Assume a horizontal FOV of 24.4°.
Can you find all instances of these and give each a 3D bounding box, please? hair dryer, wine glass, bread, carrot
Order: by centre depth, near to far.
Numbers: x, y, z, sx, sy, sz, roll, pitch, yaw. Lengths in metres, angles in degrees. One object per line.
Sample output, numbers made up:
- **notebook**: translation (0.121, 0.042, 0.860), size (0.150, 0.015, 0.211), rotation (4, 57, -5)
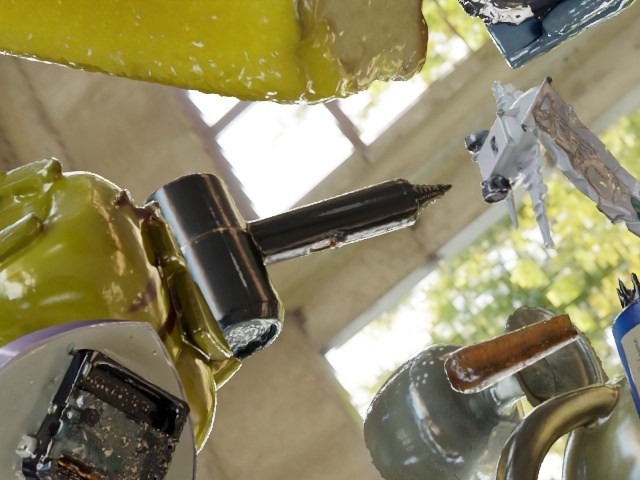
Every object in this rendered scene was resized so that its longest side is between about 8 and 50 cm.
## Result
- **bread**: translation (-0.107, -0.251, 0.860), size (0.333, 0.324, 0.143), rotation (15, -145, 29)
- **hair dryer**: translation (0.000, 0.000, 1.598), size (0.107, 0.352, 0.189), rotation (106, 143, -56)
- **carrot**: translation (0.223, 0.130, 1.732), size (0.055, 0.161, 0.055), rotation (-24, -90, -88)
- **wine glass**: translation (0.227, 0.245, 2.129), size (0.238, 0.323, 0.238), rotation (23, -130, -31)

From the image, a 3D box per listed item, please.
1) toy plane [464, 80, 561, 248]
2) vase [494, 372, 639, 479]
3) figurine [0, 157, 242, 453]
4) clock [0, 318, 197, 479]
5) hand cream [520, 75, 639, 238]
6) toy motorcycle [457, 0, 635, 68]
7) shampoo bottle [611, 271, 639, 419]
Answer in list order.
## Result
- **toy plane**: translation (0.251, -0.119, 1.891), size (0.255, 0.101, 0.251), rotation (97, 161, -62)
- **vase**: translation (0.315, 0.281, 1.513), size (0.329, 0.302, 0.241), rotation (26, 168, -20)
- **figurine**: translation (-0.168, 0.084, 1.220), size (0.218, 0.169, 0.327), rotation (-81, -22, -55)
- **clock**: translation (-0.151, 0.133, 1.006), size (0.064, 0.172, 0.198), rotation (6, 156, 47)
- **hand cream**: translation (0.327, -0.071, 1.659), size (0.257, 0.050, 0.084), rotation (40, -122, -6)
- **toy motorcycle**: translation (0.291, -0.250, 1.060), size (0.172, 0.416, 0.232), rotation (62, -176, 36)
- **shampoo bottle**: translation (0.312, 0.111, 1.336), size (0.050, 0.087, 0.183), rotation (13, -130, -32)
